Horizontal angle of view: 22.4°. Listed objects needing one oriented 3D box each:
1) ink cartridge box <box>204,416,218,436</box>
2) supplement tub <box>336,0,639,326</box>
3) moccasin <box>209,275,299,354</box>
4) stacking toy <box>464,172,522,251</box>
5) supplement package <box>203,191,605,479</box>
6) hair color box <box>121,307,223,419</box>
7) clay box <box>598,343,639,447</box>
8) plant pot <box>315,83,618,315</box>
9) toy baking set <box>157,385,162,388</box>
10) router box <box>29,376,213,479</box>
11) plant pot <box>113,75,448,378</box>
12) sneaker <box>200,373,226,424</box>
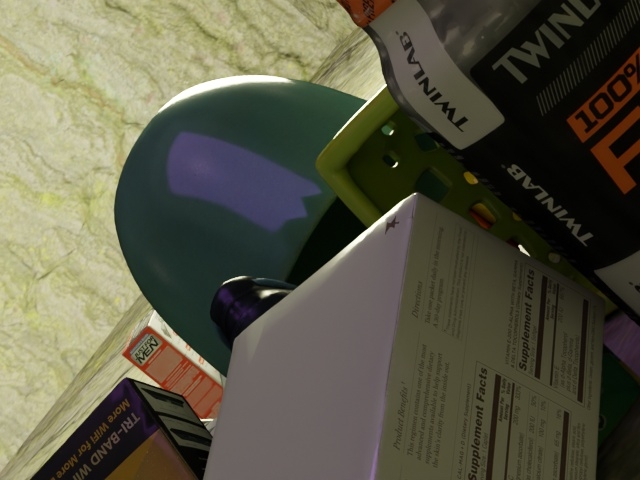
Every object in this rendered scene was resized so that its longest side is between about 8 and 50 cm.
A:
[{"bbox_3d":[-0.116,0.270,1.388,0.211,0.121,0.289,-55,12,-33],"label":"ink cartridge box"},{"bbox_3d":[0.171,-0.089,0.914,0.193,0.316,0.193,-48,9,10],"label":"supplement tub"},{"bbox_3d":[0.014,0.078,1.228,0.138,0.117,0.342,-48,-19,-3],"label":"moccasin"},{"bbox_3d":[0.168,-0.054,1.393,0.330,0.141,0.141,-52,9,3],"label":"stacking toy"},{"bbox_3d":[0.036,0.147,0.911,0.204,0.145,0.262,-40,29,44],"label":"supplement package"},{"bbox_3d":[-0.145,0.153,1.866,0.053,0.167,0.093,-47,9,12],"label":"hair color box"},{"bbox_3d":[0.112,0.110,1.092,0.127,0.053,0.222,-50,20,-8],"label":"clay box"},{"bbox_3d":[0.172,-0.082,1.203,0.207,0.228,0.227,-49,5,-40],"label":"plant pot"},{"bbox_3d":[-0.239,0.258,2.333,0.197,0.030,0.256,-46,10,2],"label":"toy baking set"},{"bbox_3d":[-0.159,0.293,1.160,0.309,0.243,0.081,-48,-33,10],"label":"router box"},{"bbox_3d":[-0.043,-0.014,1.455,0.293,0.235,0.293,-39,-35,-35],"label":"plant pot"},{"bbox_3d":[-0.040,0.143,1.575,0.232,0.115,0.090,-48,9,7],"label":"sneaker"}]
